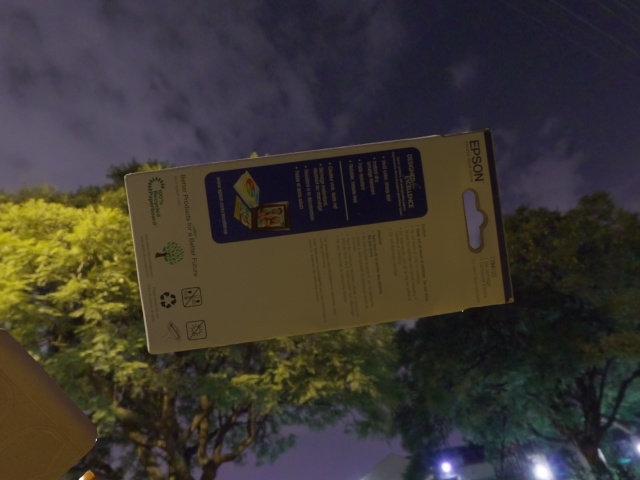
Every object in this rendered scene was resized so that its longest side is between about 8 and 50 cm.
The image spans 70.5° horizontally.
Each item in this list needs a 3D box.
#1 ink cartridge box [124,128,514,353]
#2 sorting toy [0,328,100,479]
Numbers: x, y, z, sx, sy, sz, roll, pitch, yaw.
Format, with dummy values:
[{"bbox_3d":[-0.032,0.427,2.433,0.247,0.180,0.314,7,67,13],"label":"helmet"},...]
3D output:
[{"bbox_3d":[0.000,0.000,0.428,0.332,0.165,0.065,-7,0,-1],"label":"ink cartridge box"},{"bbox_3d":[-0.383,0.279,0.522,0.041,0.229,0.307,12,-47,38],"label":"sorting toy"}]
